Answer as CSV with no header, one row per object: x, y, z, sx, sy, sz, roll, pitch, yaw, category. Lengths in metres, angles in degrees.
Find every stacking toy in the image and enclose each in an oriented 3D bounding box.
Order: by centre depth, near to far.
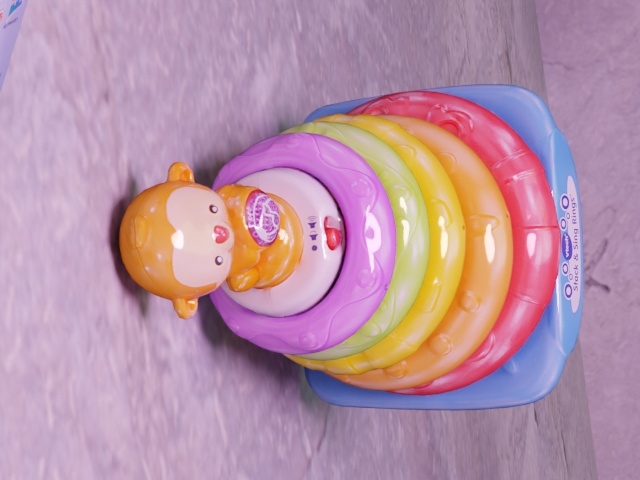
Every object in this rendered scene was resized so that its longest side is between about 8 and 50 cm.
0.000,0.000,0.933,0.302,0.165,0.175,4,83,-61,stacking toy

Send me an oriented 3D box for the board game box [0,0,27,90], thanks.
-0.136,0.007,0.441,0.281,0.027,0.145,-59,170,-68,board game box
